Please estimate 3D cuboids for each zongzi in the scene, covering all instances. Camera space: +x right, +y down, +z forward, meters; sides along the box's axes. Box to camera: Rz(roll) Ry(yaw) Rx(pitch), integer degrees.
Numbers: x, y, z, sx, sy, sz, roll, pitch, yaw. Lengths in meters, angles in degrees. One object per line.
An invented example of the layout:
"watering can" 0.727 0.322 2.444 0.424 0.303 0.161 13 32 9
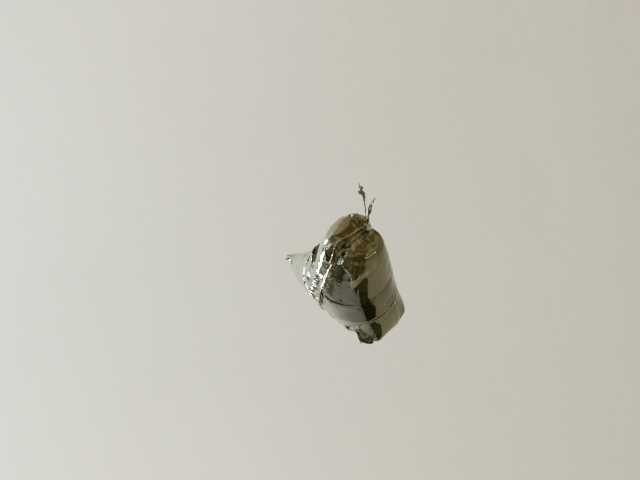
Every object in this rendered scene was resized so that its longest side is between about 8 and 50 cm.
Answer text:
"zongzi" 0.000 0.000 0.699 0.130 0.062 0.154 37 -22 36
